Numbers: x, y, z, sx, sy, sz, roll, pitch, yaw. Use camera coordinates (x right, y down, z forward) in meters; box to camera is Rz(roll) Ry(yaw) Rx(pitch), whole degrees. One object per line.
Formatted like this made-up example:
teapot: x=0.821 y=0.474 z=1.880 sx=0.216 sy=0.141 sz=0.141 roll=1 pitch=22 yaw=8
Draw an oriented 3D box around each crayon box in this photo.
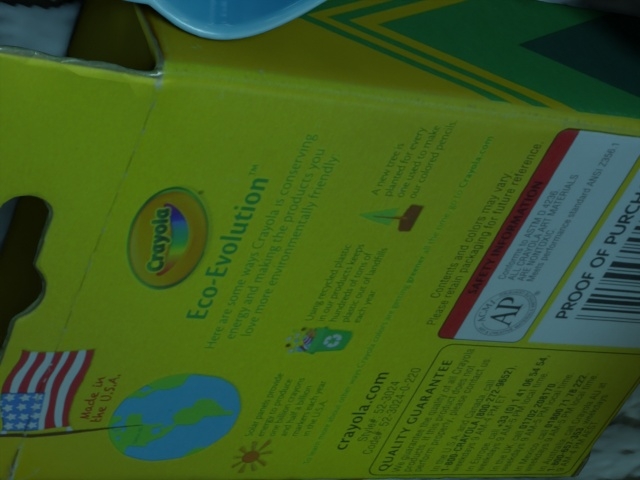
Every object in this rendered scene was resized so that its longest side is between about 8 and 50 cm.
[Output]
crayon box: x=0.000 y=0.000 z=0.593 sx=0.318 sy=0.081 sz=0.202 roll=5 pitch=131 yaw=-29

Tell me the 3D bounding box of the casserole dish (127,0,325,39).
casserole dish: x=0.001 y=-0.141 z=0.456 sx=0.188 sy=0.037 sz=0.114 roll=-33 pitch=114 yaw=12
